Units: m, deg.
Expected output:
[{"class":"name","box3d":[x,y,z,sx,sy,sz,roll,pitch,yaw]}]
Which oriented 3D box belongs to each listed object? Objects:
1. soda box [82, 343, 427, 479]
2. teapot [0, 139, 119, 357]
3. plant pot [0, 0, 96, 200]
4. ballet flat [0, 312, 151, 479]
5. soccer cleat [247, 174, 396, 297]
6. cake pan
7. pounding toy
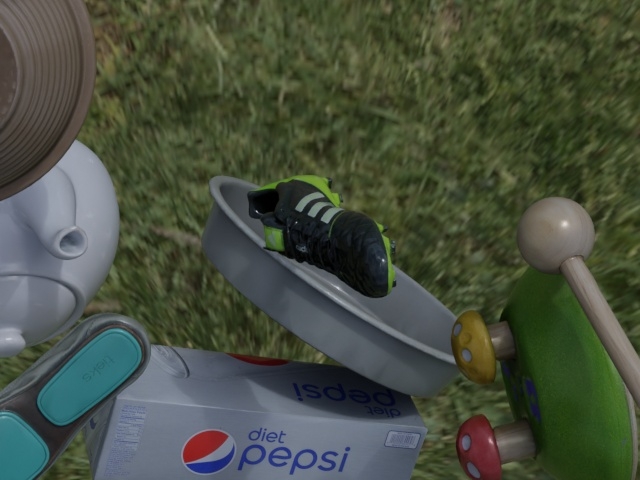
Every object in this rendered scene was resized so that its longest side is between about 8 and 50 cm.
[{"class":"soda box","box3d":[-0.059,0.161,1.487,0.286,0.098,0.091,8,116,-19]},{"class":"teapot","box3d":[-0.303,0.025,1.586,0.253,0.256,0.187,-15,62,8]},{"class":"plant pot","box3d":[-0.284,-0.131,1.274,0.237,0.110,0.237,-3,104,-11]},{"class":"ballet flat","box3d":[-0.218,0.134,1.302,0.213,0.068,0.072,-40,104,-5]},{"class":"soccer cleat","box3d":[0.000,0.000,1.235,0.072,0.179,0.060,-11,115,-19]},{"class":"cake pan","box3d":[0.013,0.044,1.509,0.293,0.293,0.054,34,100,3]},{"class":"pounding toy","box3d":[0.145,0.094,1.194,0.110,0.237,0.183,-13,63,-6]}]
